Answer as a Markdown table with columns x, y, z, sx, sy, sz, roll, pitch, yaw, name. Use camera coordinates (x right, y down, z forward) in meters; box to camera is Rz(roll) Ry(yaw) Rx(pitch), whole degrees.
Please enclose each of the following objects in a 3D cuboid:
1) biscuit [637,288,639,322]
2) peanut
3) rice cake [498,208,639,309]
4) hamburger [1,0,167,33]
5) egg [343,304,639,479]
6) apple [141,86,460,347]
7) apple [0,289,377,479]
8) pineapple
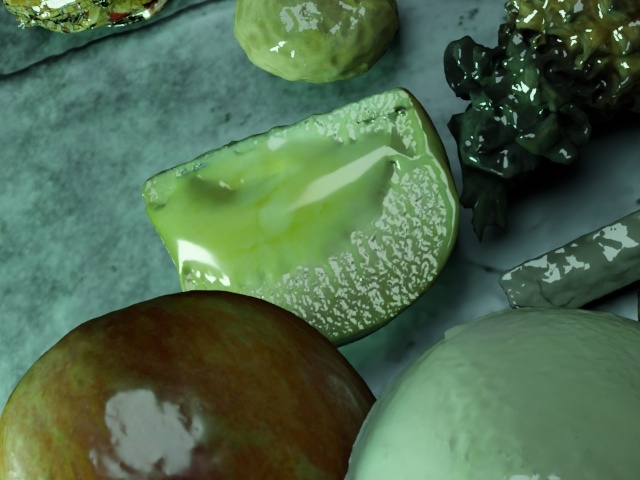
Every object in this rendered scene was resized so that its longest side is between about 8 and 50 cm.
| x | y | z | sx | sy | sz | roll | pitch | yaw | name |
| --- | --- | --- | --- | --- | --- | --- | --- | --- | --- |
| 0.373 | 0.009 | 1.048 | 0.273 | 0.036 | 0.187 | 10 | 85 | 8 | biscuit |
| -0.004 | -0.207 | 1.326 | 0.159 | 0.109 | 0.140 | 10 | 72 | 28 | peanut |
| 0.259 | -0.005 | 1.134 | 0.256 | 0.057 | 0.052 | -27 | 49 | 18 | rice cake |
| -0.236 | -0.314 | 1.479 | 0.231 | 0.107 | 0.231 | -9 | 69 | 25 | hamburger |
| 0.180 | 0.188 | 0.942 | 0.337 | 0.201 | 0.337 | 5 | 75 | -17 | egg |
| 0.000 | 0.000 | 1.231 | 0.265 | 0.120 | 0.193 | -19 | 74 | 18 | apple |
| -0.075 | 0.190 | 1.079 | 0.301 | 0.301 | 0.301 | -9 | 64 | 19 | apple |
| 0.214 | -0.164 | 1.171 | 0.357 | 0.223 | 0.223 | -46 | 58 | 12 | pineapple |
